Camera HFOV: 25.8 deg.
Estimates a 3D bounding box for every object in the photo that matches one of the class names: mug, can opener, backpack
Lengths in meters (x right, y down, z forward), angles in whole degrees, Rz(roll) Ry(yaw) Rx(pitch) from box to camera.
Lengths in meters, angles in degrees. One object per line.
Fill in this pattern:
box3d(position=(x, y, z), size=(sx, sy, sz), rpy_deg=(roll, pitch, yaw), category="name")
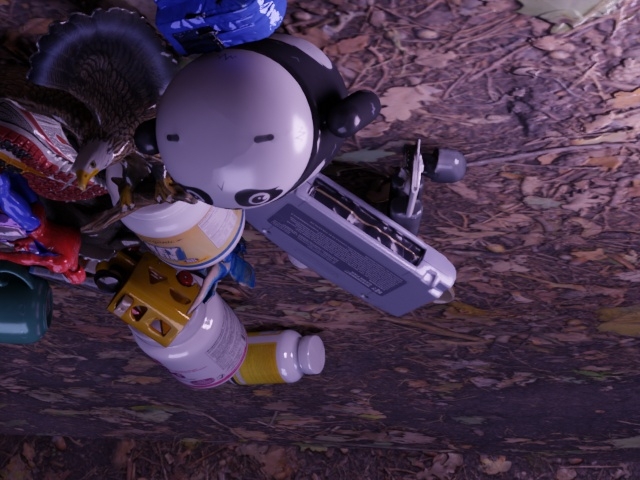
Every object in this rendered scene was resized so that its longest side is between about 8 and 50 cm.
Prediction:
box3d(position=(-0.519, 0.113, 2.415), size=(0.097, 0.129, 0.158), rpy_deg=(3, 167, -2), category="mug")
box3d(position=(0.140, -0.055, 1.887), size=(0.095, 0.076, 0.283), rpy_deg=(4, 162, 2), category="can opener")
box3d(position=(-0.098, -0.241, 1.368), size=(0.120, 0.098, 0.101), rpy_deg=(-3, 156, 22), category="backpack")

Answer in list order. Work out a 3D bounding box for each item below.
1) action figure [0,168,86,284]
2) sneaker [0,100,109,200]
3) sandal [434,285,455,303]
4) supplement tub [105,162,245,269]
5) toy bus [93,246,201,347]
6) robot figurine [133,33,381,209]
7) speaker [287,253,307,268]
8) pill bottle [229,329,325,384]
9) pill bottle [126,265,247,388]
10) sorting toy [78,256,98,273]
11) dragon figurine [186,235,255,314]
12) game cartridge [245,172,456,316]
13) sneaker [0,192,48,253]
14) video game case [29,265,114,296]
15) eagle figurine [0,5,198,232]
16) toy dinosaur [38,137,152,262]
box3d(position=(-0.422, -0.034, 1.871), size=(0.139, 0.091, 0.280), rpy_deg=(-16, 127, 25), category="action figure")
box3d(position=(-0.343, -0.118, 1.772), size=(0.088, 0.092, 0.225), rpy_deg=(-9, 152, 28), category="sneaker")
box3d(position=(0.163, 0.078, 2.302), size=(0.072, 0.049, 0.180), rpy_deg=(-6, 158, 27), category="sandal")
box3d(position=(-0.191, -0.056, 1.845), size=(0.144, 0.144, 0.199), rpy_deg=(-1, 160, 14), category="supplement tub")
box3d(position=(-0.287, 0.078, 2.179), size=(0.202, 0.104, 0.191), rpy_deg=(-3, 125, 19), category="toy bus")
box3d(position=(-0.067, -0.127, 1.489), size=(0.209, 0.173, 0.278), rpy_deg=(-45, 179, 20), category="robot figurine")
box3d(position=(0.000, 0.000, 2.103), size=(0.055, 0.055, 0.136), rpy_deg=(12, 159, -21), category="speaker")
box3d(position=(-0.089, 0.225, 2.691), size=(0.184, 0.103, 0.103), rpy_deg=(-5, 159, 26), category="pill bottle")
box3d(position=(-0.235, 0.148, 2.416), size=(0.160, 0.160, 0.283), rpy_deg=(0, 160, 12), category="pill bottle")
box3d(position=(-0.379, 0.040, 2.323), size=(0.075, 0.045, 0.083), rpy_deg=(-2, 164, 42), category="sorting toy")
box3d(position=(-0.147, 0.035, 2.017), size=(0.085, 0.289, 0.144), rpy_deg=(-19, 128, 5), category="dragon figurine")
box3d(position=(0.028, -0.001, 1.946), size=(0.294, 0.060, 0.196), rpy_deg=(34, 153, -11), category="game cartridge")
box3d(position=(-0.466, -0.039, 2.050), size=(0.236, 0.095, 0.104), rpy_deg=(11, 153, -33), category="sneaker")
box3d(position=(-0.400, 0.075, 2.391), size=(0.166, 0.015, 0.119), rpy_deg=(11, 171, 16), category="video game case")
box3d(position=(-0.262, -0.149, 1.605), size=(0.226, 0.225, 0.298), rpy_deg=(-36, 119, -1), category="eagle figurine")
box3d(position=(-0.323, -0.040, 1.961), size=(0.160, 0.121, 0.313), rpy_deg=(-10, 160, 18), category="toy dinosaur")
